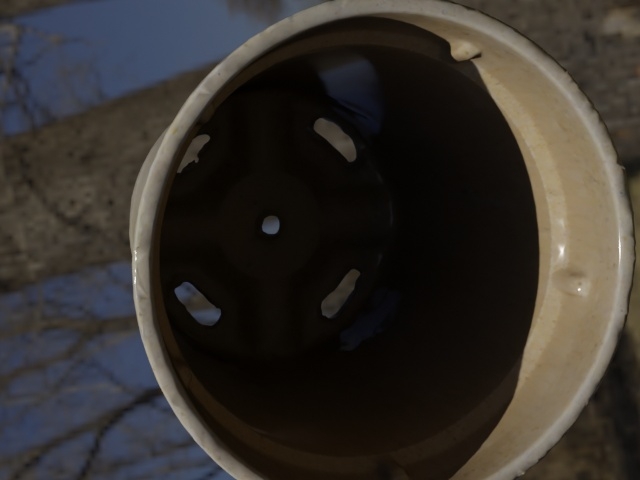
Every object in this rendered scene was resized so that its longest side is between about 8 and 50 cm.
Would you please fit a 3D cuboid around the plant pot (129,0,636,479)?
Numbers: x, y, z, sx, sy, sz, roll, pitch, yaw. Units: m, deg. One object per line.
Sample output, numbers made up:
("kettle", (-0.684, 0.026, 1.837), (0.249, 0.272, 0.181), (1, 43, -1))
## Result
("plant pot", (0.000, 0.000, 1.232), (0.305, 0.334, 0.334), (-163, 64, -71))
